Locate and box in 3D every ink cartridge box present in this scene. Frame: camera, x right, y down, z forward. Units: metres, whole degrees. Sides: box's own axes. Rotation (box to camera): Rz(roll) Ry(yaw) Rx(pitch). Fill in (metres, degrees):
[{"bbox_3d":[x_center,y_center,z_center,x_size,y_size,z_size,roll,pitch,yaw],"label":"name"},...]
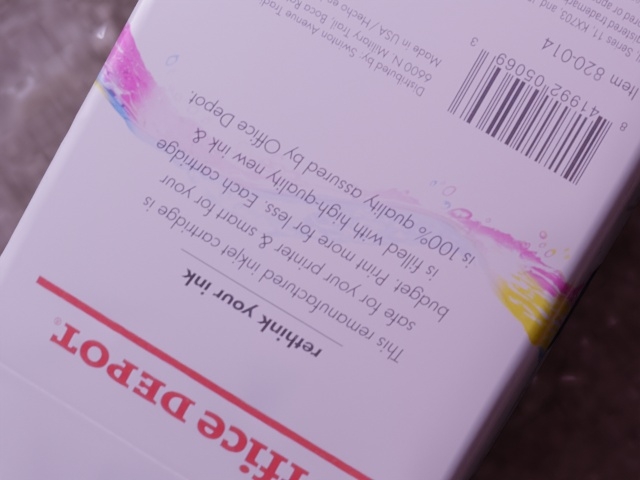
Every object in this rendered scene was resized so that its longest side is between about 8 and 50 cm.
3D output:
[{"bbox_3d":[0.000,0.000,0.771,0.207,0.119,0.353,31,98,8],"label":"ink cartridge box"}]
